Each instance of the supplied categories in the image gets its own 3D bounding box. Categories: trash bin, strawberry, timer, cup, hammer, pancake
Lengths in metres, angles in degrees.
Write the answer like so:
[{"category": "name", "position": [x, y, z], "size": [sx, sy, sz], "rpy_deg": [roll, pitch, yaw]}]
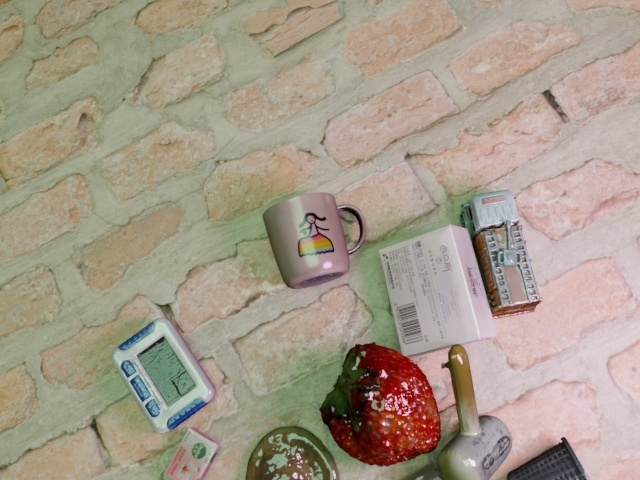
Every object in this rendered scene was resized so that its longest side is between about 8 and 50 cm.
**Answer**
[{"category": "trash bin", "position": [0.508, 0.546, 1.224], "size": [0.161, 0.175, 0.175], "rpy_deg": [-28, 73, 12]}, {"category": "strawberry", "position": [0.157, 0.384, 1.276], "size": [0.288, 0.250, 0.238], "rpy_deg": [31, 55, -12]}, {"category": "timer", "position": [-0.397, 0.341, 1.418], "size": [0.178, 0.078, 0.253], "rpy_deg": [-35, 76, -6]}, {"category": "cup", "position": [0.000, 0.000, 1.415], "size": [0.253, 0.191, 0.200], "rpy_deg": [-13, 76, -13]}, {"category": "hammer", "position": [0.323, 0.378, 1.230], "size": [0.113, 0.202, 0.305], "rpy_deg": [-8, 98, 42]}, {"category": "pancake", "position": [-0.068, 0.572, 1.331], "size": [0.242, 0.050, 0.242], "rpy_deg": [-2, 76, 6]}]

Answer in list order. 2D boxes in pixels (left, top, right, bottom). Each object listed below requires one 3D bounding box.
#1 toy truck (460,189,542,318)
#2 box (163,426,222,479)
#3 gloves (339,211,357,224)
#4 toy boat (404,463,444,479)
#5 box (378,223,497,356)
[{"category": "toy truck", "position": [0.439, 0.027, 1.361], "size": [0.136, 0.162, 0.305], "rpy_deg": [-10, 74, 4]}, {"category": "box", "position": [-0.314, 0.538, 1.372], "size": [0.089, 0.043, 0.125], "rpy_deg": [25, 80, 12]}, {"category": "gloves", "position": [0.072, -0.069, 1.499], "size": [0.081, 0.037, 0.044], "rpy_deg": [17, 113, 5]}, {"category": "toy boat", "position": [0.185, 0.630, 1.249], "size": [0.141, 0.141, 0.269], "rpy_deg": [41, 85, 15]}, {"category": "box", "position": [0.277, 0.123, 1.340], "size": [0.203, 0.116, 0.274], "rpy_deg": [-23, 71, 33]}]
